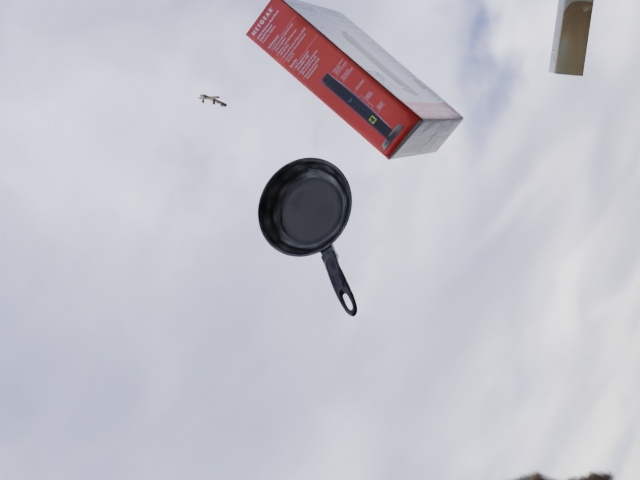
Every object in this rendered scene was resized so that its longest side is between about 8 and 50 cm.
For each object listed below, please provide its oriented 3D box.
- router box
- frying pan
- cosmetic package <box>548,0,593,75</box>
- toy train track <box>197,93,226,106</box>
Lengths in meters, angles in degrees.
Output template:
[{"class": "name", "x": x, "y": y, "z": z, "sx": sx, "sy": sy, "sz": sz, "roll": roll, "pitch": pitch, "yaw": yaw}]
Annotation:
[{"class": "router box", "x": 0.068, "y": -0.264, "z": 1.757, "sx": 0.082, "sy": 0.301, "sz": 0.335, "roll": -51, "pitch": -9, "yaw": 17}, {"class": "frying pan", "x": 0.017, "y": -0.025, "z": 2.022, "sx": 0.197, "sy": 0.326, "sz": 0.053, "roll": -52, "pitch": -27, "yaw": 4}, {"class": "cosmetic package", "x": 0.344, "y": -0.285, "z": 1.470, "sx": 0.060, "sy": 0.041, "sz": 0.115, "roll": -72, "pitch": -13, "yaw": -77}, {"class": "toy train track", "x": -0.214, "y": -0.276, "z": 2.145, "sx": 0.083, "sy": 0.048, "sz": 0.014, "roll": 13, "pitch": -101, "yaw": -62}]
